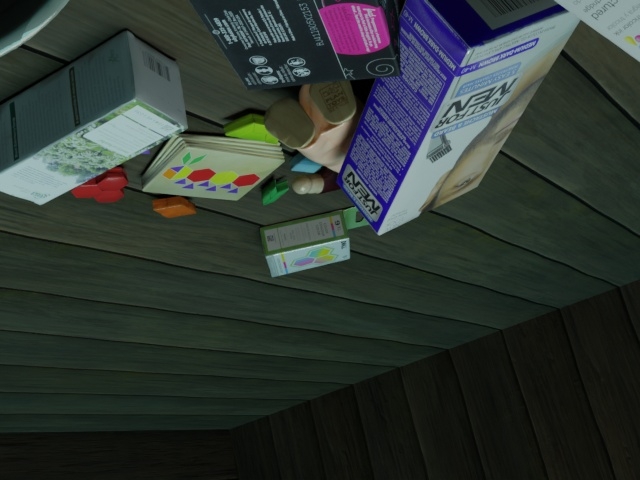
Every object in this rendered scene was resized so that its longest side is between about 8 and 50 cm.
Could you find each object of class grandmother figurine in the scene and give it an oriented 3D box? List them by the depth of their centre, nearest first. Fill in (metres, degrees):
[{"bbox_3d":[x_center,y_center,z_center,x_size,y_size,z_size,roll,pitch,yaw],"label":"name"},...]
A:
[{"bbox_3d":[0.054,-0.132,1.217,0.208,0.104,0.342,-22,161,13],"label":"grandmother figurine"}]

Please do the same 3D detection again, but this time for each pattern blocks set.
[{"bbox_3d":[-0.160,-0.105,1.242,0.285,0.026,0.325,-29,155,37],"label":"pattern blocks set"}]

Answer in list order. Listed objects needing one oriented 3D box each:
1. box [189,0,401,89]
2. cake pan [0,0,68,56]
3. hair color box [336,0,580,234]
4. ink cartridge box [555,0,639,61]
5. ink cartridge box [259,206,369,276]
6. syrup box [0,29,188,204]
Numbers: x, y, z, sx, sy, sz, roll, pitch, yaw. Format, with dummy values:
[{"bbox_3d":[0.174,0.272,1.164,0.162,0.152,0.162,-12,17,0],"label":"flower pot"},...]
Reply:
[{"bbox_3d":[-0.026,-0.253,0.743,0.163,0.142,0.247,-3,161,13],"label":"box"},{"bbox_3d":[-0.275,-0.247,0.523,0.293,0.293,0.054,-9,-157,-11],"label":"cake pan"},{"bbox_3d":[0.154,-0.165,1.023,0.185,0.110,0.339,-26,159,-27],"label":"hair color box"},{"bbox_3d":[0.392,-0.256,0.763,0.270,0.197,0.198,31,152,-11],"label":"ink cartridge box"},{"bbox_3d":[0.000,0.000,1.570,0.209,0.062,0.109,-13,159,-3],"label":"ink cartridge box"},{"bbox_3d":[-0.278,-0.135,0.991,0.237,0.096,0.093,-22,156,23],"label":"syrup box"}]
